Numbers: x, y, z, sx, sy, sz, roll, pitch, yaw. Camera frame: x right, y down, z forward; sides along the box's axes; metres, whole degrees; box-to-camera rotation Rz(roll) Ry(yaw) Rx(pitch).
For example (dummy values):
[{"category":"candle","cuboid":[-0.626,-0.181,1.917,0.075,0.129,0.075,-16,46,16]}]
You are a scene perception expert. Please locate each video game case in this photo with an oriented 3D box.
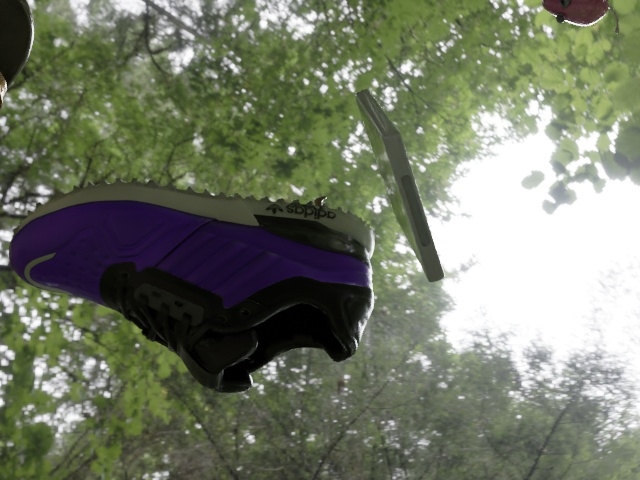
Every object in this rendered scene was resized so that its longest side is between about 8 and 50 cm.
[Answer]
[{"category":"video game case","cuboid":[0.086,-0.067,0.843,0.022,0.173,0.190,-20,-155,3]}]

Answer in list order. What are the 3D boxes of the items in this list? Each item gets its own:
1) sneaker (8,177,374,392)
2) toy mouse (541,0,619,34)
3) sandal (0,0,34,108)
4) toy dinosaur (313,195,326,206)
[{"category":"sneaker","cuboid":[-0.099,0.042,0.579,0.293,0.102,0.146,2,-125,-4]},{"category":"toy mouse","cuboid":[0.238,-0.252,0.711,0.143,0.161,0.031,-16,-141,16]},{"category":"sandal","cuboid":[-0.328,-0.131,0.671,0.219,0.090,0.060,-50,-127,5]},{"category":"toy dinosaur","cuboid":[0.000,0.000,0.877,0.053,0.183,0.093,-26,-94,14]}]
